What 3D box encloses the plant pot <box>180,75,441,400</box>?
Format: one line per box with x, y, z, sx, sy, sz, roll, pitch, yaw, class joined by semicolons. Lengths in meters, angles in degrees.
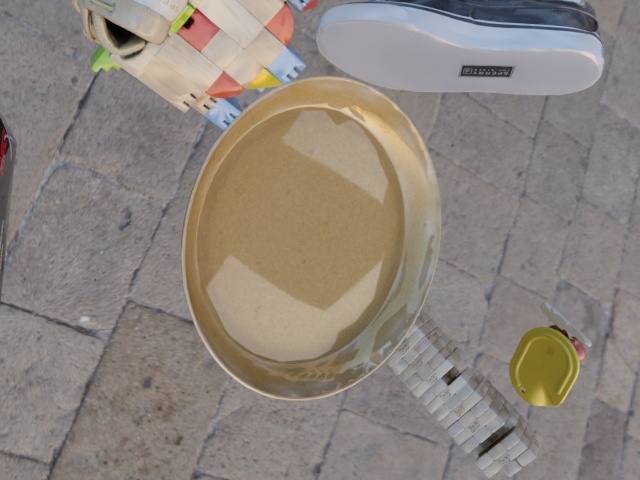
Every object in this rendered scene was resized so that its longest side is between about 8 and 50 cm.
0.000;0.000;0.445;0.236;0.032;0.237;-8;103;-37;plant pot

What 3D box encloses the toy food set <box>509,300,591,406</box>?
0.468;0.233;1.193;0.071;0.128;0.218;-12;130;-39;toy food set

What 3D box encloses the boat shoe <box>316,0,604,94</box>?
0.151;-0.234;0.648;0.305;0.113;0.105;4;69;5;boat shoe

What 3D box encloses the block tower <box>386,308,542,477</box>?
0.222;0.247;1.029;0.335;0.091;0.097;48;21;16;block tower

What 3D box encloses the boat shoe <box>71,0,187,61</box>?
-0.230;-0.260;0.669;0.109;0.302;0.098;19;93;-36;boat shoe

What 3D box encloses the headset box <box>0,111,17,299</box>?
-0.217;-0.091;0.186;0.110;0.218;0.293;-18;132;-10;headset box

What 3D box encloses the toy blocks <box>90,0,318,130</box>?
-0.141;-0.335;0.954;0.381;0.191;0.260;-42;130;18;toy blocks
